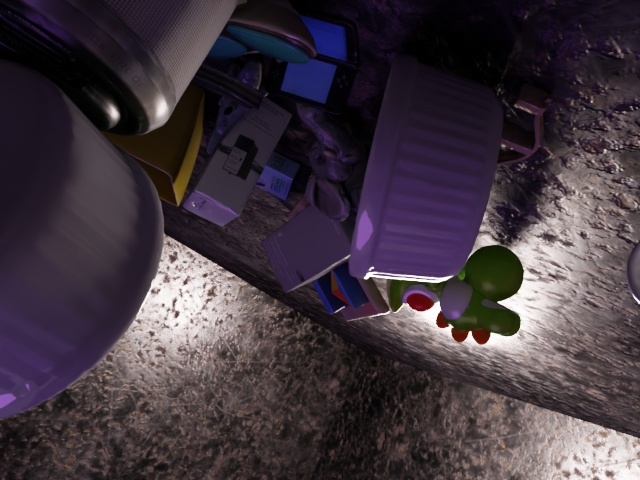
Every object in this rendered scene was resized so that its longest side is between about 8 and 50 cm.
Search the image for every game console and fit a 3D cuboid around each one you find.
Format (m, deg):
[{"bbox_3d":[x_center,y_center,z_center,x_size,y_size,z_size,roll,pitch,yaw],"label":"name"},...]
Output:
[{"bbox_3d":[-0.019,-0.233,0.673,0.122,0.107,0.071,22,-167,16],"label":"game console"}]

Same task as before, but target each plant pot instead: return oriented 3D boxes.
[{"bbox_3d":[-0.327,-0.217,0.991,0.212,0.187,0.212,28,164,-5],"label":"plant pot"}]

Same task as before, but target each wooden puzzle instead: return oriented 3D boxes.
[{"bbox_3d":[0.013,0.052,1.241,0.322,0.080,0.348,60,166,4],"label":"wooden puzzle"}]

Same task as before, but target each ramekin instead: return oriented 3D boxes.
[{"bbox_3d":[-0.280,-0.011,0.407,0.277,0.277,0.135,20,156,20],"label":"ramekin"},{"bbox_3d":[0.124,-0.074,0.624,0.127,0.273,0.273,13,163,6],"label":"ramekin"}]

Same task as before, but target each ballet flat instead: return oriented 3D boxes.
[{"bbox_3d":[-0.084,-0.265,0.627,0.248,0.086,0.086,23,167,45],"label":"ballet flat"}]

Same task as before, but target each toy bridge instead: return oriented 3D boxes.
[{"bbox_3d":[0.244,-0.131,0.660,0.063,0.026,0.188,23,165,2],"label":"toy bridge"}]

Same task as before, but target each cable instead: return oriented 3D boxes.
[{"bbox_3d":[-0.193,-0.267,0.751,0.287,0.072,0.139,26,178,39],"label":"cable"}]

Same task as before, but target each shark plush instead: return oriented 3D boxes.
[{"bbox_3d":[-0.143,-0.213,0.808,0.073,0.161,0.067,42,-167,-17],"label":"shark plush"}]

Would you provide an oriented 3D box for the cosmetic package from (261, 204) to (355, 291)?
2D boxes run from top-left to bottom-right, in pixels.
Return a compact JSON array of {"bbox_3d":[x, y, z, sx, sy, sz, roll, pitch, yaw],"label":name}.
[{"bbox_3d":[0.000,0.000,1.034,0.238,0.107,0.127,-36,78,48],"label":"cosmetic package"}]

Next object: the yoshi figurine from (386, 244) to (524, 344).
[{"bbox_3d":[0.263,0.054,1.069,0.362,0.203,0.203,30,133,41],"label":"yoshi figurine"}]

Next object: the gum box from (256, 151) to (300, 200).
[{"bbox_3d":[-0.142,-0.165,1.141,0.184,0.041,0.157,26,165,-3],"label":"gum box"}]

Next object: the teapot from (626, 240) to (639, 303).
[{"bbox_3d":[0.448,0.002,0.467,0.252,0.187,0.256,20,164,23],"label":"teapot"}]

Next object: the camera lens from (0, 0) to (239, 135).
[{"bbox_3d":[-0.189,-0.255,0.478,0.219,0.275,0.219,24,164,7],"label":"camera lens"}]

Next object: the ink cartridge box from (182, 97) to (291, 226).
[{"bbox_3d":[-0.150,-0.139,0.922,0.086,0.209,0.153,30,164,-16],"label":"ink cartridge box"}]

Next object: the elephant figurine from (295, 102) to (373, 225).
[{"bbox_3d":[0.049,-0.113,0.860,0.239,0.186,0.169,35,-151,4],"label":"elephant figurine"}]
